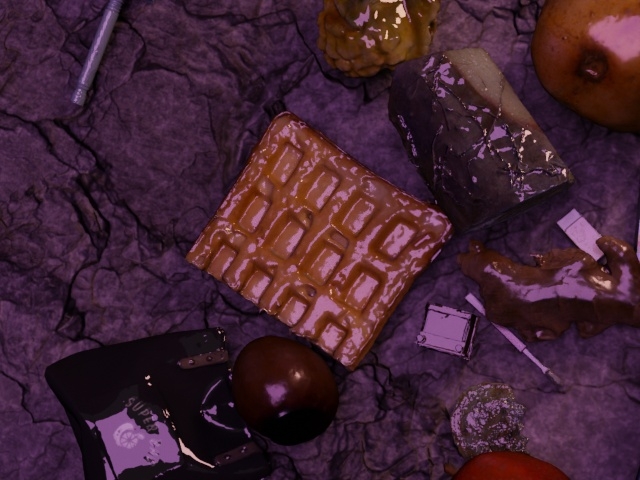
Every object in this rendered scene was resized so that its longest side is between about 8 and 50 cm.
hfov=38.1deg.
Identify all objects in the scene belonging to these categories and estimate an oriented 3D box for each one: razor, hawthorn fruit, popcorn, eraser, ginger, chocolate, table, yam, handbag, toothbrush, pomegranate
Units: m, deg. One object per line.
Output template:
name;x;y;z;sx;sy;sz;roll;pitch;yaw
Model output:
razor;-0.383;-0.345;1.613;0.106;0.068;0.232;23;93;17
hawthorn fruit;0.255;0.378;1.302;0.225;0.196;0.196;33;91;38
popcorn;0.095;-0.343;1.431;0.189;0.169;0.218;6;66;8
eraser;0.394;-0.007;1.388;0.038;0.019;0.083;-41;75;8
ginger;0.361;0.072;1.351;0.333;0.080;0.166;6;103;19
chocolate;-0.056;0.217;1.403;0.177;0.177;0.176;-2;82;14
table;0.188;0.135;1.388;0.083;0.082;0.070;14;86;16
yam;0.223;-0.152;1.357;0.201;0.202;0.271;-28;77;16
handbag;-0.245;0.300;1.453;0.288;0.152;0.342;-22;78;-2
toothbrush;0.291;0.149;1.395;0.014;0.017;0.194;-45;72;-1
pomegranate;0.432;-0.280;1.305;0.261;0.260;0.260;-2;82;14

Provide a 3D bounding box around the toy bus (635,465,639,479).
toy bus;0.487;0.308;1.294;0.076;0.073;0.167;18;88;18

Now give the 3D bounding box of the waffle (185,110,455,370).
waffle;-0.001;0.000;1.459;0.348;0.077;0.304;35;91;16

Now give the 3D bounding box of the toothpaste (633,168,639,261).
toothpaste;0.487;-0.036;1.362;0.046;0.034;0.164;6;84;12

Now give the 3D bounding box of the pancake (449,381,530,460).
pancake;0.252;0.277;1.384;0.116;0.022;0.129;-5;82;16
